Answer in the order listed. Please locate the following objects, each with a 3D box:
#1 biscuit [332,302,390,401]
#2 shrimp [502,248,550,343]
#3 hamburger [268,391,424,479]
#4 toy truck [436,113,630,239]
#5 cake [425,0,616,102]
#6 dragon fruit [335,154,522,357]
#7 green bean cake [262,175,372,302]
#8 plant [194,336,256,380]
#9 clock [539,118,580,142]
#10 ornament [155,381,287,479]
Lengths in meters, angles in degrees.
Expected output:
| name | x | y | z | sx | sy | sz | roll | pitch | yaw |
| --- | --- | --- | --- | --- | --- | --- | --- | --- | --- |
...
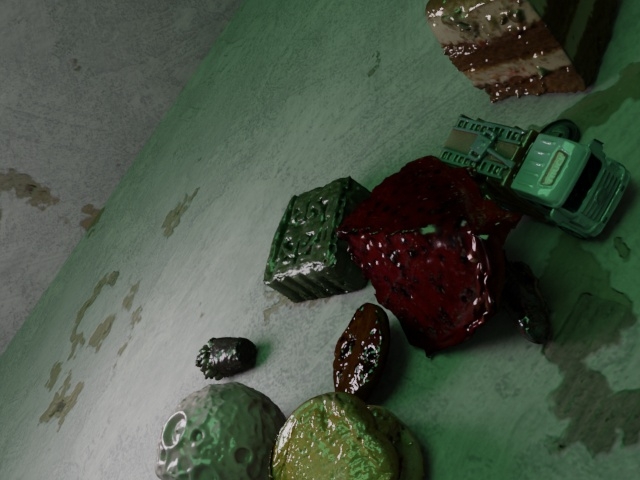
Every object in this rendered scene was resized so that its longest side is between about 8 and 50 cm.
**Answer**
| name | x | y | z | sx | sy | sz | roll | pitch | yaw |
| --- | --- | --- | --- | --- | --- | --- | --- | --- | --- |
| biscuit | 0.070 | 0.206 | 1.281 | 0.192 | 0.049 | 0.192 | -166 | 90 | -73 |
| shrimp | 0.314 | 0.081 | 1.120 | 0.074 | 0.073 | 0.190 | -37 | 41 | 17 |
| hamburger | 0.028 | 0.375 | 1.142 | 0.286 | 0.146 | 0.243 | -18 | 52 | 34 |
| toy truck | 0.336 | -0.118 | 1.173 | 0.136 | 0.162 | 0.305 | -63 | 32 | 3 |
| cake | 0.376 | -0.443 | 1.339 | 0.255 | 0.290 | 0.282 | 0 | 62 | 53 |
| dragon fruit | 0.239 | 0.020 | 1.148 | 0.228 | 0.286 | 0.329 | -39 | 18 | -29 |
| green bean cake | 0.000 | 0.000 | 1.548 | 0.255 | 0.132 | 0.241 | -13 | 54 | 46 |
| plant | -0.217 | 0.263 | 1.607 | 0.143 | 0.094 | 0.092 | -20 | 56 | 35 |
| clock | 0.423 | -0.180 | 1.274 | 0.085 | 0.017 | 0.085 | -32 | 38 | 29 |
| ornament | -0.183 | 0.390 | 1.315 | 0.259 | 0.225 | 0.259 | -32 | 37 | 29 |
